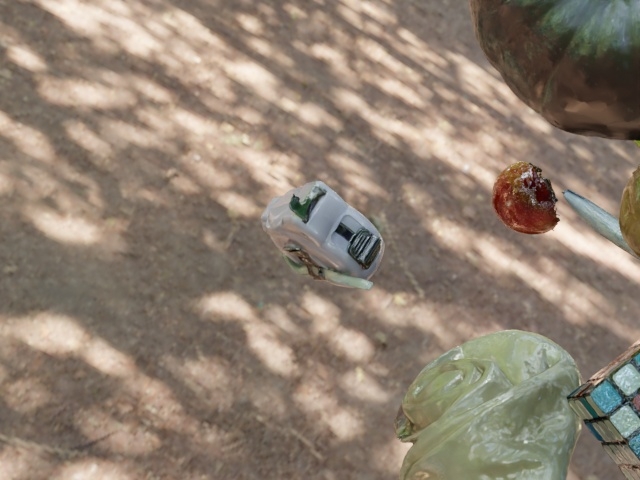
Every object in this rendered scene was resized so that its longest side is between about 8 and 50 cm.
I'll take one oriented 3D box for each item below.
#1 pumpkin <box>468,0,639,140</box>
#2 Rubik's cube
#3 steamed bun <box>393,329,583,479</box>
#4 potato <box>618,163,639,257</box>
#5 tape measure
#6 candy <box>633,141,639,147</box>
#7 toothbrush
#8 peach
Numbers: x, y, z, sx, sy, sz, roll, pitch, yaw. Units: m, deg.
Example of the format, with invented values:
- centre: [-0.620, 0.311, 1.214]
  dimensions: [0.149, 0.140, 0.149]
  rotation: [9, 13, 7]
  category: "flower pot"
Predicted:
- centre: [0.292, -0.237, 0.950]
  dimensions: [0.315, 0.315, 0.238]
  rotation: [41, 23, 11]
  category: "pumpkin"
- centre: [0.437, 0.219, 1.370]
  dimensions: [0.154, 0.151, 0.155]
  rotation: [52, -6, 11]
  category: "Rubik's cube"
- centre: [0.264, 0.313, 1.783]
  dimensions: [0.255, 0.342, 0.367]
  rotation: [33, 44, -12]
  category: "steamed bun"
- centre: [0.389, -0.056, 1.041]
  dimensions: [0.081, 0.200, 0.164]
  rotation: [51, 7, -42]
  category: "potato"
- centre: [0.004, 0.002, 1.515]
  dimensions: [0.178, 0.105, 0.196]
  rotation: [35, -16, -10]
  category: "tape measure"
- centre: [0.453, -0.166, 1.576]
  dimensions: [0.035, 0.035, 0.123]
  rotation: [10, 12, -46]
  category: "candy"
- centre: [0.492, 0.041, 1.457]
  dimensions: [0.035, 0.042, 0.413]
  rotation: [-33, 53, -23]
  category: "toothbrush"
- centre: [0.244, -0.046, 1.274]
  dimensions: [0.061, 0.098, 0.098]
  rotation: [-29, 58, -11]
  category: "peach"
